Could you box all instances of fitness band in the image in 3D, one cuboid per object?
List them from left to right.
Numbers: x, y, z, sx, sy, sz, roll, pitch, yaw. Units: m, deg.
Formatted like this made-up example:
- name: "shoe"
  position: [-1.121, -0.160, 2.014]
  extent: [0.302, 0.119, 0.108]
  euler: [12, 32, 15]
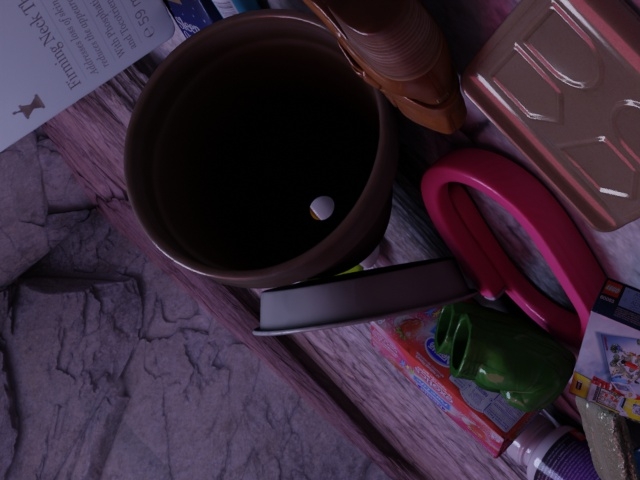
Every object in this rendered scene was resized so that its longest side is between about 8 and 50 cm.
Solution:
- name: "fitness band"
  position: [0.225, 0.013, 1.209]
  extent: [0.291, 0.054, 0.209]
  euler: [52, 164, -23]

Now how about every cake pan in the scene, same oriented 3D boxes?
- name: "cake pan"
  position: [0.053, 0.069, 1.352]
  extent: [0.293, 0.293, 0.054]
  euler: [169, 91, -72]

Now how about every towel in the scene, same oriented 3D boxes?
- name: "towel"
  position: [0.380, 0.274, 1.386]
  extent: [0.110, 0.027, 0.148]
  euler: [-136, 27, -70]

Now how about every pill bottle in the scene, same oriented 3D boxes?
- name: "pill bottle"
  position: [0.368, 0.336, 1.526]
  extent: [0.193, 0.108, 0.108]
  euler: [36, 161, 36]

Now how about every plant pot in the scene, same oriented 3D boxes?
- name: "plant pot"
  position: [-0.038, -0.079, 1.304]
  extent: [0.323, 0.323, 0.280]
  euler: [41, 180, 23]

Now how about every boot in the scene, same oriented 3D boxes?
- name: "boot"
  position: [0.040, -0.237, 1.035]
  extent: [0.283, 0.109, 0.220]
  euler: [48, -176, 30]

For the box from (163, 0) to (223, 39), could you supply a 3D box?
- name: "box"
  position: [-0.162, -0.307, 1.494]
  extent: [0.136, 0.036, 0.225]
  euler: [29, 155, 49]

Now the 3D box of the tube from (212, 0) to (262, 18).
- name: "tube"
  position: [-0.087, -0.269, 1.369]
  extent: [0.080, 0.052, 0.207]
  euler: [42, 170, 37]

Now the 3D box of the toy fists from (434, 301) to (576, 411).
- name: "toy fists"
  position: [0.226, 0.143, 1.309]
  extent: [0.142, 0.096, 0.279]
  euler: [15, -177, -1]

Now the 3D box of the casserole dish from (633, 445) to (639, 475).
- name: "casserole dish"
  position: [0.453, 0.294, 1.330]
  extent: [0.114, 0.037, 0.188]
  euler: [45, 165, 8]

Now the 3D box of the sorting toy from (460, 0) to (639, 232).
- name: "sorting toy"
  position: [0.267, -0.081, 0.899]
  extent: [0.307, 0.041, 0.229]
  euler: [47, 160, 2]

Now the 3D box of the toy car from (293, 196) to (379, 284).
- name: "toy car"
  position: [0.000, 0.000, 1.666]
  extent: [0.182, 0.159, 0.136]
  euler: [49, -161, -7]

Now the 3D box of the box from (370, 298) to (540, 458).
- name: "box"
  position: [0.205, 0.174, 1.527]
  extent: [0.257, 0.128, 0.122]
  euler: [41, 164, 19]

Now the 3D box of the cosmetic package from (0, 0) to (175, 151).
- name: "cosmetic package"
  position: [-0.481, -0.369, 1.460]
  extent: [0.327, 0.393, 0.329]
  euler: [47, 168, 31]

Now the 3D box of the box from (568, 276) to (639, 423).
- name: "box"
  position: [0.352, 0.135, 1.104]
  extent: [0.159, 0.044, 0.233]
  euler: [23, 157, 18]
